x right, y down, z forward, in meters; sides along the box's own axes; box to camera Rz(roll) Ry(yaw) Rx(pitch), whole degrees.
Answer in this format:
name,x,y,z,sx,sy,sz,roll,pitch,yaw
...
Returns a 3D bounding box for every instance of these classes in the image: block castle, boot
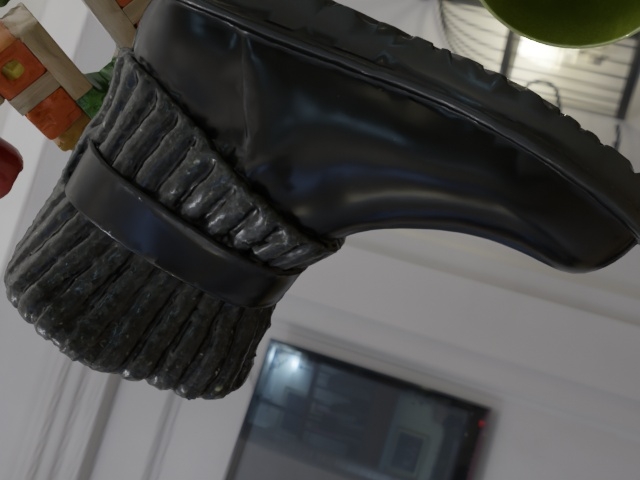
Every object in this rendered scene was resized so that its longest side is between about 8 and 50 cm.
name,x,y,z,sx,sy,sz,roll,pitch,yaw
block castle,-0.316,-0.277,1.017,0.453,0.303,0.213,-40,-35,-5
boot,0.000,-0.001,0.513,0.260,0.348,0.131,-64,-9,11

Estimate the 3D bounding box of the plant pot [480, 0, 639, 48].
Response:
name,x,y,z,sx,sy,sz,roll,pitch,yaw
plant pot,0.374,-0.468,1.163,0.275,0.274,0.294,84,-153,-54
